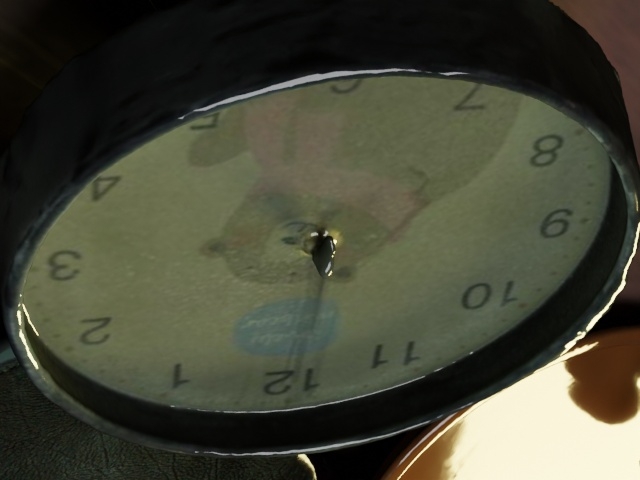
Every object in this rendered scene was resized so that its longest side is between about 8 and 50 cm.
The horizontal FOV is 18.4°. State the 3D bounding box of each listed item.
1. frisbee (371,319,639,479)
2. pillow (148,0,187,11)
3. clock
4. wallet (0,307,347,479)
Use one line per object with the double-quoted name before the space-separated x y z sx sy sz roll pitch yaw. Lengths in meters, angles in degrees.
"frisbee" 0.126 0.136 1.124 0.251 0.021 0.250 -19 138 -18
"pillow" 0.016 -0.075 0.827 0.141 0.055 0.208 -20 143 4
"clock" 0.000 0.000 0.825 0.281 0.055 0.280 -9 143 -7
"wallet" -0.089 0.124 1.026 0.172 0.045 0.318 -29 140 6
